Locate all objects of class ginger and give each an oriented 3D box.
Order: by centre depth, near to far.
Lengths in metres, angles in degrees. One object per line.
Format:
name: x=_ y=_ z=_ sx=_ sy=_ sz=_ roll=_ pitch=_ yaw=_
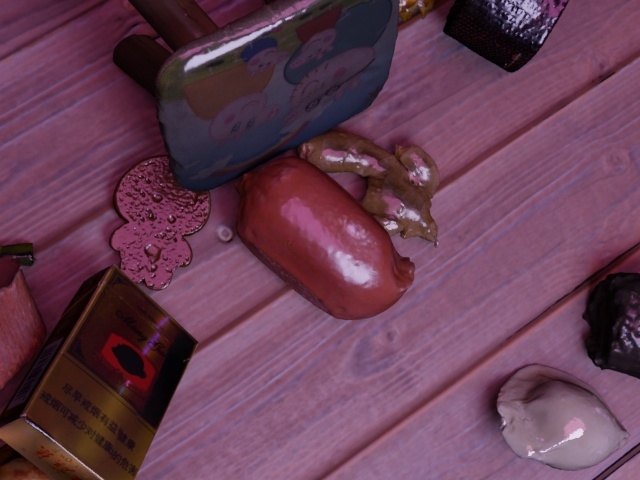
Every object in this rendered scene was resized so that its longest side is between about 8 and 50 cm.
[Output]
ginger: x=0.069 y=-0.074 z=1.325 sx=0.214 sy=0.059 sz=0.133 roll=15 pitch=76 yaw=-11

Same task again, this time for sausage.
sausage: x=0.000 y=0.000 z=1.262 sx=0.254 sy=0.148 sz=0.148 roll=43 pitch=77 yaw=-3

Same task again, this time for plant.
plant: x=0.496 y=0.128 z=1.340 sx=0.275 sy=0.146 sz=0.149 roll=12 pitch=78 yaw=-10

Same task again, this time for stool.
stool: x=-0.089 y=-0.248 z=1.190 sx=0.310 sy=0.310 sz=0.226 roll=-28 pitch=71 yaw=-13

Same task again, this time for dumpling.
dumpling: x=0.315 y=0.227 z=1.322 sx=0.111 sy=0.181 sz=0.155 roll=-39 pitch=57 yaw=21

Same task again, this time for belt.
belt: x=0.267 y=-0.377 z=1.341 sx=0.164 sy=0.184 sz=0.289 roll=29 pitch=73 yaw=-2

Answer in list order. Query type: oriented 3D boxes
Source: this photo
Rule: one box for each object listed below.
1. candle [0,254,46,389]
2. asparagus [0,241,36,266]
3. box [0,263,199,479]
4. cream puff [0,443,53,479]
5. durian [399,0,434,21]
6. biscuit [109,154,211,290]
candle: x=-0.445 y=0.147 z=1.089 sx=0.317 sy=0.287 sz=0.131 roll=-26 pitch=110 yaw=-16
asparagus: x=-0.432 y=0.031 z=1.228 sx=0.165 sy=0.030 sz=0.036 roll=-13 pitch=96 yaw=-13
box: x=-0.245 y=0.164 z=1.146 sx=0.159 sy=0.071 sz=0.240 roll=45 pitch=39 yaw=-20
cream puff: x=-0.316 y=0.343 z=1.140 sx=0.240 sy=0.164 sz=0.240 roll=11 pitch=66 yaw=-26
durian: x=0.094 y=-0.464 z=1.358 sx=0.191 sy=0.112 sz=0.341 roll=-24 pitch=97 yaw=-22
biscuit: x=-0.208 y=-0.025 z=1.281 sx=0.124 sy=0.026 sz=0.175 roll=16 pitch=80 yaw=-8
